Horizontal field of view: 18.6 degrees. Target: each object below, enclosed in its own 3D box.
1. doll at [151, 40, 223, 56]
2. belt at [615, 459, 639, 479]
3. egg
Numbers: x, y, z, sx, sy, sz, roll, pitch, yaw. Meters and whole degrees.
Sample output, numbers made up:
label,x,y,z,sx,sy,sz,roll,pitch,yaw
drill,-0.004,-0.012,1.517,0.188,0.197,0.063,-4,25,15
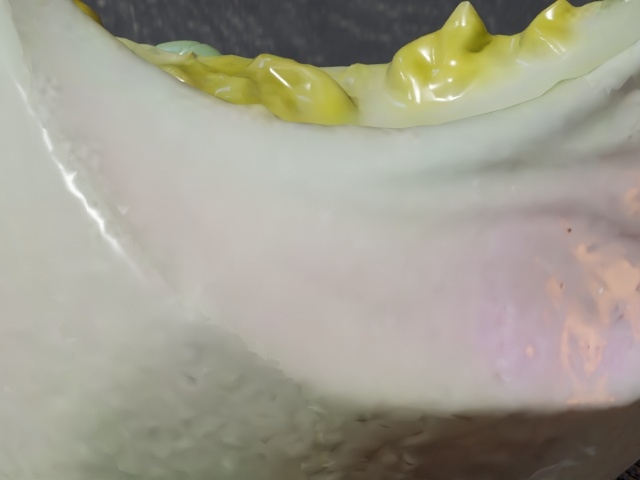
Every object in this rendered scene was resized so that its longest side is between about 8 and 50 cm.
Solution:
label,x,y,z,sx,sy,sz,roll,pitch,yaw
doll,-0.108,0.025,1.319,0.268,0.216,0.284,-41,67,8
belt,0.168,0.231,1.306,0.184,0.289,0.164,-15,101,-7
egg,0.002,0.010,0.462,0.271,0.206,0.161,5,59,-9
